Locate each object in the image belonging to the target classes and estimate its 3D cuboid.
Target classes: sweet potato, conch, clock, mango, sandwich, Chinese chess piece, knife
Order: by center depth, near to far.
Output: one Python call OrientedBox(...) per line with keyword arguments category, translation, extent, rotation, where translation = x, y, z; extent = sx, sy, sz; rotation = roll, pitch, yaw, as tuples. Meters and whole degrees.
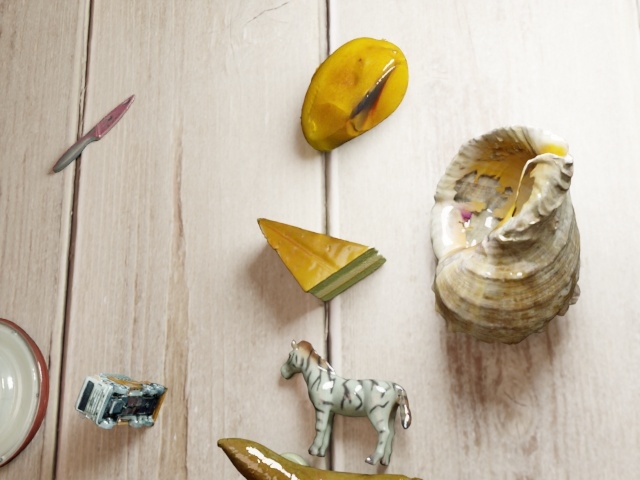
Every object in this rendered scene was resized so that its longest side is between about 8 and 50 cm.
OrientedBox(category="conch", translation=(0.301, -0.015, 1.052), extent=(0.352, 0.209, 0.297), rotation=(-57, 42, 33))
OrientedBox(category="sweet potato", translation=(-0.004, 0.398, 1.095), extent=(0.345, 0.108, 0.079), rotation=(8, 39, 9))
OrientedBox(category="Chinese chess piece", translation=(-0.056, 0.412, 1.172), extent=(0.084, 0.034, 0.084), rotation=(-4, 78, 17))
OrientedBox(category="sandwich", translation=(0.000, 0.000, 1.202), extent=(0.144, 0.117, 0.187), rotation=(-39, 67, 5))
OrientedBox(category="mango", translation=(0.055, -0.265, 1.235), extent=(0.236, 0.136, 0.166), rotation=(-50, 54, 8))
OrientedBox(category="clock", translation=(-0.703, 0.317, 1.390), extent=(0.318, 0.080, 0.319), rotation=(-4, 77, 18))
OrientedBox(category="knife", translation=(-0.493, -0.232, 1.473), extent=(0.247, 0.018, 0.035), rotation=(-41, 66, 5))

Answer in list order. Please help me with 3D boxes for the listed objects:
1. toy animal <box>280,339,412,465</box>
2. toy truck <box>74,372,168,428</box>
OrientedBox(category="toy animal", translation=(0.024, 0.288, 1.147), extent=(0.255, 0.090, 0.170), rotation=(22, 82, 19))
OrientedBox(category="toy truck", translation=(-0.374, 0.286, 1.233), extent=(0.115, 0.177, 0.080), rotation=(18, 84, 23))
